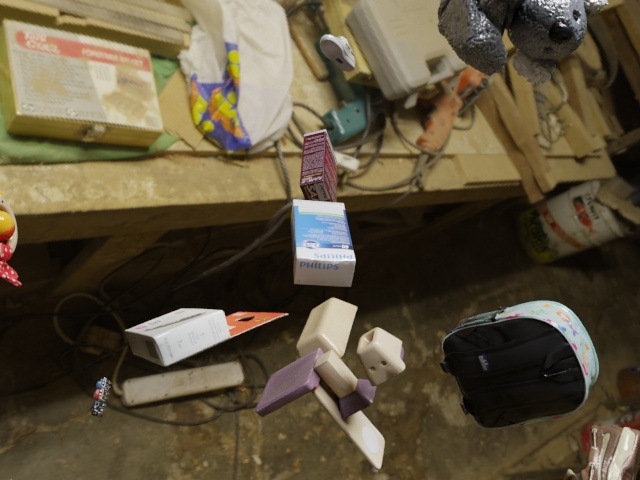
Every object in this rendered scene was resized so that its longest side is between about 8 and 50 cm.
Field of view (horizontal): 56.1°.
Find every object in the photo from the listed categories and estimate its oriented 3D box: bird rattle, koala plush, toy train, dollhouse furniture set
[{"bbox_3d":[-0.820,-0.013,1.528,0.207,0.143,0.253,-95,171,-52],"label":"bird rattle"},{"bbox_3d":[0.301,-0.338,0.875,0.221,0.196,0.203,15,29,-23],"label":"koala plush"},{"bbox_3d":[-0.555,0.393,1.513,0.036,0.027,0.158,19,12,-17],"label":"toy train"},{"bbox_3d":[0.032,0.083,0.380,0.081,0.091,0.114,51,24,-12],"label":"dollhouse furniture set"}]

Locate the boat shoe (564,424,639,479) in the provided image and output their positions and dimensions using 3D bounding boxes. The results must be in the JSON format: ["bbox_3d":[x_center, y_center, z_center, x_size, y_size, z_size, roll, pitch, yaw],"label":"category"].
[{"bbox_3d":[0.442,0.409,0.968,0.257,0.095,0.095,-46,131,-39],"label":"boat shoe"}]

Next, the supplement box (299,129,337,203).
[{"bbox_3d":[-0.002,-0.191,1.707,0.239,0.073,0.130,-88,161,-46],"label":"supplement box"}]

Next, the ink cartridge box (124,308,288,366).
[{"bbox_3d":[-0.224,0.157,1.138,0.239,0.275,0.060,-21,95,-28],"label":"ink cartridge box"}]

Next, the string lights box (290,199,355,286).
[{"bbox_3d":[0.000,0.000,1.427,0.133,0.077,0.259,4,33,-7],"label":"string lights box"}]

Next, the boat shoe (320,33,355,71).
[{"bbox_3d":[0.030,-0.308,0.959,0.100,0.035,0.035,24,70,-58],"label":"boat shoe"}]

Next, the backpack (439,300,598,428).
[{"bbox_3d":[0.395,0.231,1.159,0.191,0.253,0.225,-21,87,-46],"label":"backpack"}]
